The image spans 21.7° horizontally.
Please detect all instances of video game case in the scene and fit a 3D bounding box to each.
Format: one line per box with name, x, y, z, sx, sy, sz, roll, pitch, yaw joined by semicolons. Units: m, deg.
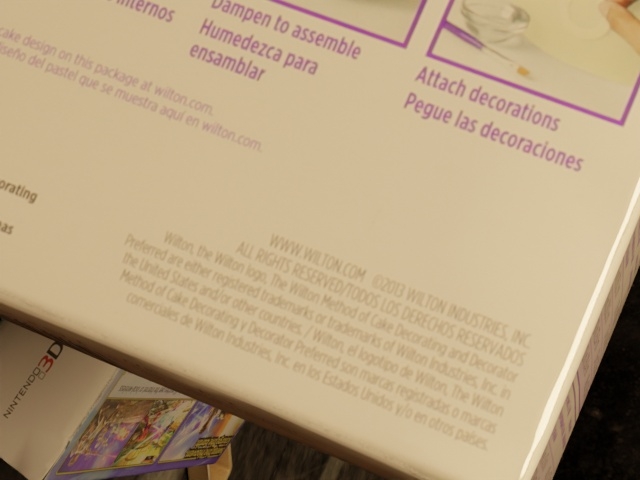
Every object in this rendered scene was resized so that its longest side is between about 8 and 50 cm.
video game case;-0.040;-0.003;0.801;0.244;0.061;0.269;-56;167;2

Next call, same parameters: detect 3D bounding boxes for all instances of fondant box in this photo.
fondant box;0.009;-0.116;0.473;0.330;0.238;0.096;-66;165;-8

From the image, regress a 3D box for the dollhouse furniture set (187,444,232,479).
dollhouse furniture set;-0.036;0.113;1.041;0.114;0.081;0.091;90;23;-48
